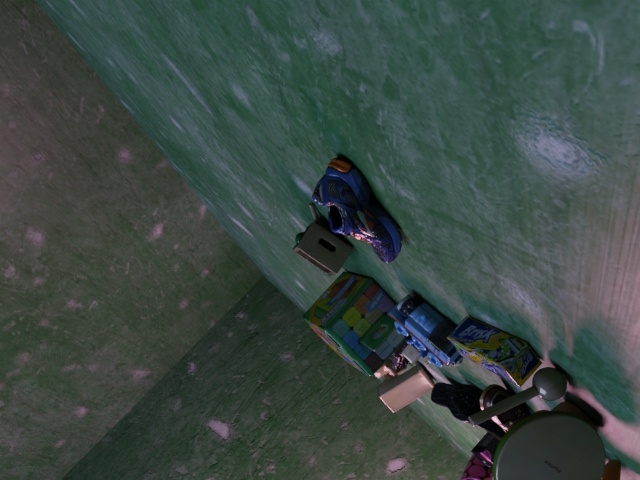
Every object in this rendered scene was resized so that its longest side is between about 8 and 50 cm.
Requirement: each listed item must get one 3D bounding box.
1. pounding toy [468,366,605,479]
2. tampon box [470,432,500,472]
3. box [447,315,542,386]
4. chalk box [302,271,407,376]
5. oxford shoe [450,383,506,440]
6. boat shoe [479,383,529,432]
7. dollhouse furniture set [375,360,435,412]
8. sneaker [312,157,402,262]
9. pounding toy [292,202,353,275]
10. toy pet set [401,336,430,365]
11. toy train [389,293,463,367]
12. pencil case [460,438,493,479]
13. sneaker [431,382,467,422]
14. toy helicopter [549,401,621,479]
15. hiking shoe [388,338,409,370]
[{"bbox_3d":[0.348,0.325,1.087,0.237,0.183,0.110,63,180,-14],"label":"pounding toy"},{"bbox_3d":[0.505,0.590,1.819,0.120,0.101,0.161,42,170,13],"label":"tampon box"},{"bbox_3d":[0.294,0.187,1.130,0.054,0.059,0.169,50,169,-22],"label":"box"},{"bbox_3d":[0.102,0.209,1.671,0.179,0.180,0.289,46,169,-12],"label":"chalk box"},{"bbox_3d":[0.415,0.441,1.636,0.227,0.083,0.096,36,171,46],"label":"oxford shoe"},{"bbox_3d":[0.413,0.377,1.416,0.207,0.073,0.073,43,172,-39],"label":"boat shoe"},{"bbox_3d":[0.252,0.414,2.165,0.212,0.161,0.242,51,-169,-32],"label":"dollhouse furniture set"},{"bbox_3d":[0.057,-0.036,1.095,0.221,0.087,0.083,51,169,-31],"label":"sneaker"},{"bbox_3d":[0.000,0.000,1.516,0.141,0.100,0.130,34,171,-4],"label":"pounding toy"},{"bbox_3d":[0.252,0.259,1.678,0.122,0.065,0.114,44,-154,19],"label":"toy pet set"},{"bbox_3d":[0.225,0.185,1.373,0.184,0.080,0.105,43,161,24],"label":"toy train"},{"bbox_3d":[0.484,0.670,1.943,0.098,0.209,0.095,-4,110,32],"label":"pencil case"},{"bbox_3d":[0.397,0.445,1.814,0.097,0.084,0.235,22,179,-19],"label":"sneaker"},{"bbox_3d":[0.466,0.420,1.220,0.235,0.140,0.355,45,160,39],"label":"toy helicopter"},{"bbox_3d":[0.217,0.299,1.913,0.114,0.086,0.227,55,170,28],"label":"hiking shoe"}]
